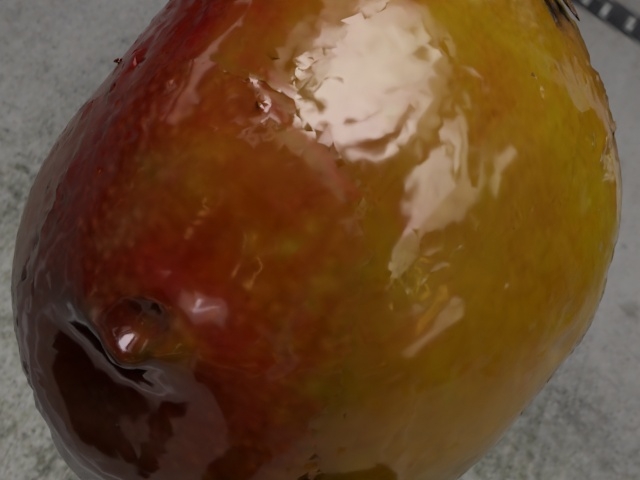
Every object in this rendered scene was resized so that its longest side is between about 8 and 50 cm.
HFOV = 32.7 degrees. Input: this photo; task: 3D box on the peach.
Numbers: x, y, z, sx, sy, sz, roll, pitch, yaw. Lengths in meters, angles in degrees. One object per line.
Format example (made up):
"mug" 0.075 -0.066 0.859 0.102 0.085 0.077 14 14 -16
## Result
"peach" -0.002 -0.002 0.607 0.290 0.372 0.373 43 38 -7
